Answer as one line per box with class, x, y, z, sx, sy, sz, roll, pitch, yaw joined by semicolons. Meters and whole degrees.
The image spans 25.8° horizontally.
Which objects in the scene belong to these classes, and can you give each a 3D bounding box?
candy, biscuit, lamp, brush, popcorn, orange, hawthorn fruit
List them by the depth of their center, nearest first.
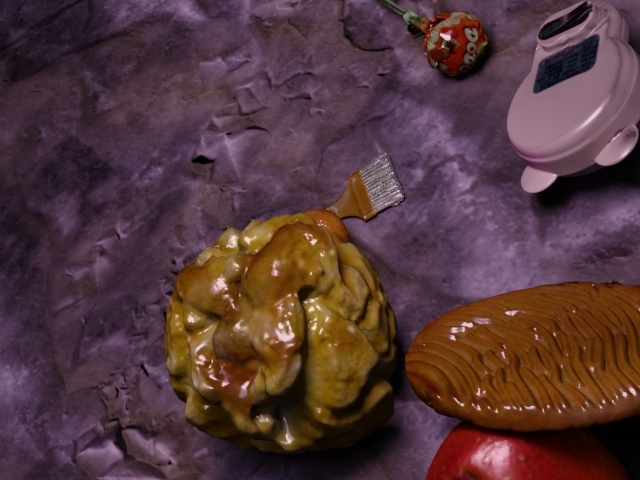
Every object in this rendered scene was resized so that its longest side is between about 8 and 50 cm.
hawthorn fruit;0.185;0.251;1.366;0.196;0.225;0.197;-13;70;40
biscuit;0.241;0.108;1.427;0.318;0.040;0.318;-9;18;3
popcorn;-0.052;0.116;1.598;0.282;0.247;0.282;-16;62;32
lamp;0.311;-0.170;1.643;0.179;0.108;0.246;-18;49;38
orange;0.000;0.000;1.747;0.085;0.085;0.085;-16;53;23
brush;0.007;-0.031;1.807;0.218;0.010;0.082;-30;49;12
candy;0.118;-0.299;1.878;0.084;0.078;0.287;-24;39;-23
